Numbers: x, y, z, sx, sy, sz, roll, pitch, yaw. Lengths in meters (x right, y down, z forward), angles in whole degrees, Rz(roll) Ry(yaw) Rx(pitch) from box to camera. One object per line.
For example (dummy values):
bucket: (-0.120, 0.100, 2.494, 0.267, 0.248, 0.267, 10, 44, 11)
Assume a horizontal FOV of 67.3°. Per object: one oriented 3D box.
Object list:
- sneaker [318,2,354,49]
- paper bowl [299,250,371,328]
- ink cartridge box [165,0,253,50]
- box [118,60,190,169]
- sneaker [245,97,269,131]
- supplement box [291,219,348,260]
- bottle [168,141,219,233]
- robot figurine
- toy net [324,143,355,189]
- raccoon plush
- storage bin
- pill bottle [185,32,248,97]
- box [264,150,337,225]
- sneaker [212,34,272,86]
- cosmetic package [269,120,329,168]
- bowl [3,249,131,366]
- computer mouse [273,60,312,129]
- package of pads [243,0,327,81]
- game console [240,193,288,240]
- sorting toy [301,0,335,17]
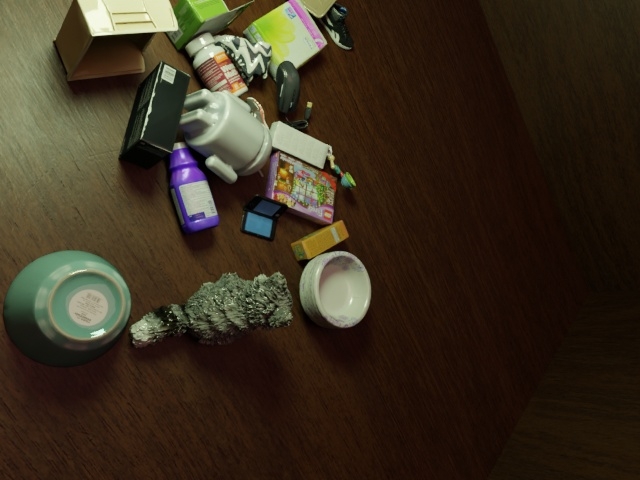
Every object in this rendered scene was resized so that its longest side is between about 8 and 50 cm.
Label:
sneaker: (0.093, -0.930, 2.080, 0.217, 0.121, 0.079, 37, 61, -29)
paper bowl: (0.043, 0.187, 1.799, 0.284, 0.148, 0.283, 10, 75, -39)
ink cartridge box: (-0.375, -0.758, 1.604, 0.255, 0.189, 0.097, -46, 110, -38)
box: (-0.493, -0.367, 1.428, 0.103, 0.184, 0.261, 22, 68, -38)
sneaker: (-0.240, -0.440, 1.743, 0.065, 0.061, 0.157, -30, 100, -33)
supplement box: (0.000, 0.000, 1.846, 0.233, 0.078, 0.080, -31, 102, -40)
bottle: (-0.412, -0.166, 1.517, 0.118, 0.092, 0.282, -20, 94, -39)
robot figurine: (-0.295, -0.339, 1.554, 0.353, 0.200, 0.299, 34, 60, -50)
toy net: (0.072, -0.310, 1.964, 0.232, 0.045, 0.122, 58, 18, 0)
raccoon plush: (-0.283, 0.238, 1.411, 0.447, 0.299, 0.216, -30, 101, -40)
storage bin: (-0.573, -0.575, 1.351, 0.260, 0.262, 0.123, -26, 96, -40)
pill bottle: (-0.353, -0.576, 1.630, 0.121, 0.121, 0.221, -45, 110, -37)
box: (-0.069, -0.194, 1.838, 0.294, 0.057, 0.200, 19, 69, -36)
sneaker: (-0.291, -0.633, 1.711, 0.235, 0.094, 0.152, 0, 97, -27)
cosmetic package: (-0.086, -0.358, 1.829, 0.239, 0.060, 0.098, 20, 81, -34)
bowl: (-0.618, 0.167, 1.232, 0.312, 0.163, 0.311, 10, 74, -38)
computer mouse: (-0.089, -0.539, 1.825, 0.184, 0.060, 0.261, -12, 116, -43)
package of pads: (-0.130, -0.782, 1.874, 0.296, 0.101, 0.229, -48, 112, -33)
game console: (-0.196, -0.081, 1.694, 0.144, 0.124, 0.085, 18, 44, -37)
sorting toy: (-0.029, -1.067, 2.015, 0.229, 0.041, 0.307, 31, 59, -4)
